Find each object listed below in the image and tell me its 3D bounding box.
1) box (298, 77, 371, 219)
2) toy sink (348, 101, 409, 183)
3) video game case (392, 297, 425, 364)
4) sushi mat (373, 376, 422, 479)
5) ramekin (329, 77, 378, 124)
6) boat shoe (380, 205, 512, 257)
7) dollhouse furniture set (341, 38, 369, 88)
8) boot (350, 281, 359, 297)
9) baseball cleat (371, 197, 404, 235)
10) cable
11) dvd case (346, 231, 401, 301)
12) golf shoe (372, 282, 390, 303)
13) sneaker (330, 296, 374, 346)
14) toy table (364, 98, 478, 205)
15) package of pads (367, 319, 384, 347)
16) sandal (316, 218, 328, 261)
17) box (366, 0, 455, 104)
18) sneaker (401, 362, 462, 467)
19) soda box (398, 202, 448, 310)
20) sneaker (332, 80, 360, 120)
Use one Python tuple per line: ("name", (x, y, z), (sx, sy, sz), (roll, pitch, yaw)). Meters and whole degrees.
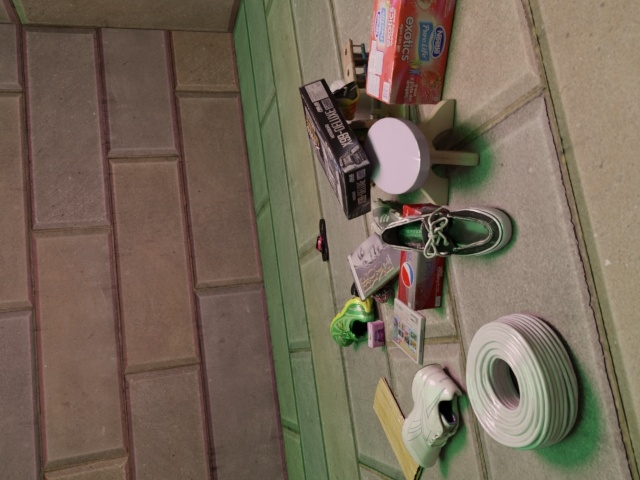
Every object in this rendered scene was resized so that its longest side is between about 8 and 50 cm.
("box", (0.043, -0.243, 1.455), (0.242, 0.077, 0.307), (79, 168, -64))
("toy sink", (0.159, -0.282, 1.521), (0.153, 0.131, 0.234), (-153, 60, -69))
("video game case", (0.254, 0.260, 1.557), (0.157, 0.019, 0.143), (-143, 50, -65))
("sushi mat", (0.239, 0.596, 1.685), (0.316, 0.019, 0.151), (-117, 27, -50))
("ramekin", (0.095, -0.422, 1.716), (0.207, 0.109, 0.207), (175, 90, -72))
("boat shoe", (0.263, -0.017, 1.187), (0.306, 0.105, 0.113), (7, 106, 49))
("dollhouse furniture set", (0.154, -0.509, 1.482), (0.184, 0.129, 0.128), (158, 106, -72))
("boot", (0.128, 0.156, 1.789), (0.121, 0.045, 0.099), (-57, 6, -36))
("baseball cleat", (0.207, -0.055, 1.533), (0.206, 0.072, 0.109), (-134, 42, -65))
("cable", (0.383, 0.275, 1.053), (0.257, 0.089, 0.257), (146, 118, -69))
("dvd case", (0.169, 0.061, 1.629), (0.221, 0.018, 0.164), (-46, 48, 37))
("golf shoe", (0.178, 0.125, 1.699), (0.086, 0.068, 0.186), (66, -176, -54))
("sneaker", (0.110, 0.304, 1.859), (0.295, 0.110, 0.123), (110, 153, -51))
("toy table", (0.233, -0.205, 1.273), (0.274, 0.161, 0.252), (-126, 36, -57))
("package of pads", (0.180, 0.303, 1.740), (0.032, 0.050, 0.083), (10, 104, 63))
("sandal", (0.000, 0.000, 2.222), (0.067, 0.040, 0.179), (165, 100, -71))
("box", (0.212, -0.489, 1.290), (0.154, 0.142, 0.299), (-128, 38, -59))
("sneaker", (0.288, 0.469, 1.377), (0.129, 0.111, 0.297), (-142, 48, -58))
("soda box", (0.261, 0.041, 1.374), (0.092, 0.084, 0.263), (-140, 49, -64))
("sneaker", (0.074, -0.384, 1.516), (0.094, 0.081, 0.208), (54, 174, -15))
